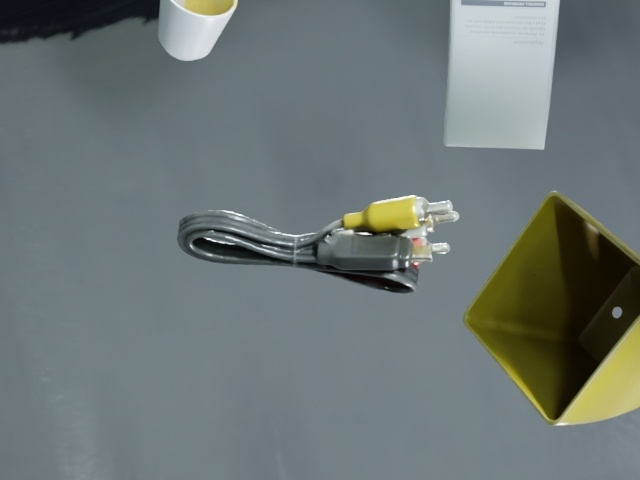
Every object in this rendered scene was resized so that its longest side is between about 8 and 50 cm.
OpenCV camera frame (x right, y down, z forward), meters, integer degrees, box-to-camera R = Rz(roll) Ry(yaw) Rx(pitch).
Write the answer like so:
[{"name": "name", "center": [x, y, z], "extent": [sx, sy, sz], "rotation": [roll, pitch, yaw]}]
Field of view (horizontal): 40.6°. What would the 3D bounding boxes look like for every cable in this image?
[{"name": "cable", "center": [0.000, 0.000, 0.916], "extent": [0.139, 0.287, 0.072], "rotation": [78, 18, -60]}]

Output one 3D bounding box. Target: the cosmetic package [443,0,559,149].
[{"name": "cosmetic package", "center": [0.245, -0.265, 1.171], "extent": [0.224, 0.138, 0.225], "rotation": [-66, 158, -61]}]

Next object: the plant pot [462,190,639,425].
[{"name": "plant pot", "center": [0.349, 0.097, 1.086], "extent": [0.187, 0.212, 0.212], "rotation": [17, 23, -35]}]

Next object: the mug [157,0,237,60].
[{"name": "mug", "center": [-0.102, -0.186, 0.728], "extent": [0.064, 0.078, 0.062], "rotation": [-58, -135, 49]}]
